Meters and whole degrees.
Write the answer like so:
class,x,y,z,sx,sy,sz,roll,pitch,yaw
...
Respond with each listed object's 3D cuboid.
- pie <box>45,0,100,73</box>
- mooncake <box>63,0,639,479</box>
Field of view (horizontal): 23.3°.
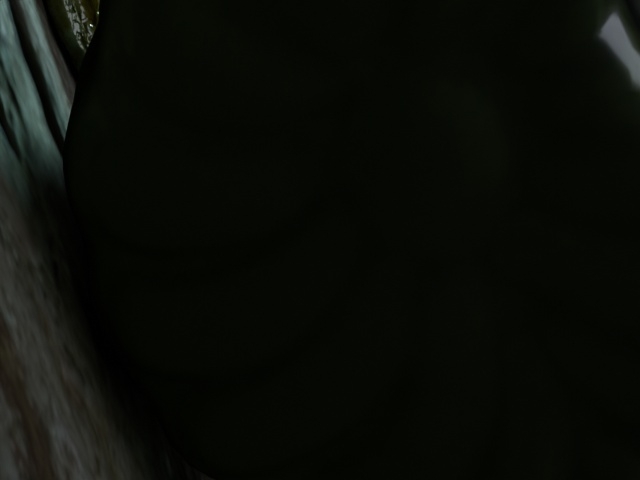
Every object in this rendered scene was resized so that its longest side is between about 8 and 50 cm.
class,x,y,z,sx,sy,sz,roll,pitch,yaw
pie,-0.128,-0.118,0.835,0.084,0.020,0.084,-19,90,-86
mooncake,0.050,-0.028,0.697,0.187,0.351,0.351,-97,168,-61
